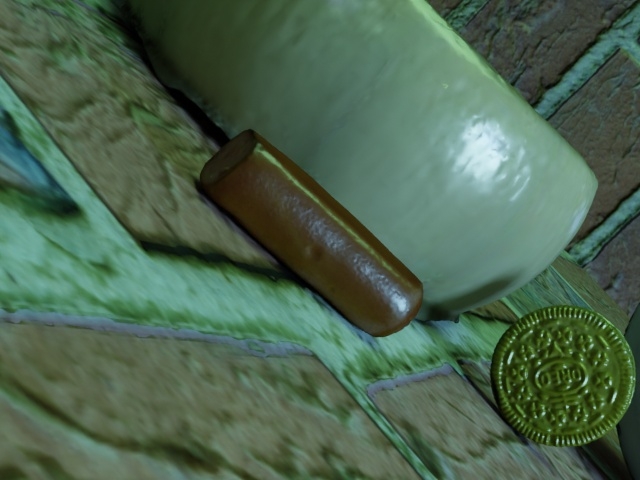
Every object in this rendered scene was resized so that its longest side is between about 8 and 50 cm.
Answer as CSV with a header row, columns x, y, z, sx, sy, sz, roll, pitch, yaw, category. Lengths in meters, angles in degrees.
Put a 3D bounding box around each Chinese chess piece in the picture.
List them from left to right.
x,y,z,sx,sy,sz,roll,pitch,yaw,category
0.026,-0.101,0.896,0.338,0.140,0.338,44,10,-10,Chinese chess piece

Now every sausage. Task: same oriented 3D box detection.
x,y,z,sx,sy,sz,roll,pitch,yaw,category
0.000,0.000,0.668,0.131,0.039,0.041,41,9,-21,sausage

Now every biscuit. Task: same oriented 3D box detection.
x,y,z,sx,sy,sz,roll,pitch,yaw,category
0.141,0.078,0.798,0.084,0.084,0.023,47,8,11,biscuit

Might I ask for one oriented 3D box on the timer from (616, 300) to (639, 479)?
x,y,z,sx,sy,sz,roll,pitch,yaw,category
0.344,0.124,0.977,0.285,0.285,0.285,44,10,-10,timer
